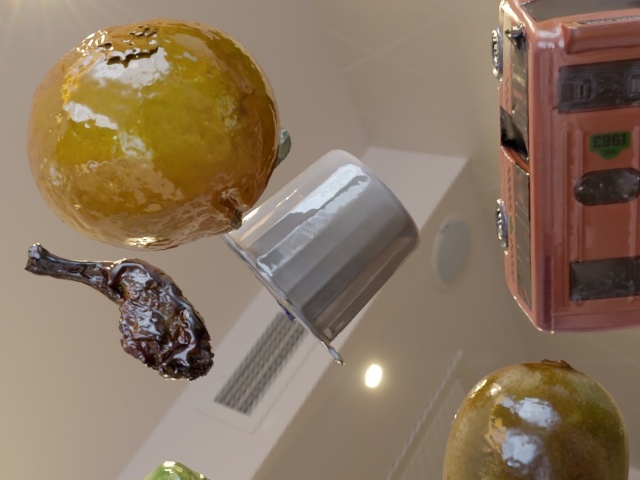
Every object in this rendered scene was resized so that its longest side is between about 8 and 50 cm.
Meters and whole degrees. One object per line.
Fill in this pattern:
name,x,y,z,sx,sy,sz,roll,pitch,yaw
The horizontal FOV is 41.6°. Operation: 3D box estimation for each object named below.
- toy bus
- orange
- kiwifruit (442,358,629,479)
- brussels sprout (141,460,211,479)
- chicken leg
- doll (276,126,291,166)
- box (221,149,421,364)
toy bus,0.333,-0.107,1.069,0.233,0.203,0.427,-89,-7,-67
orange,-0.139,-0.087,0.722,0.219,0.219,0.193,3,-121,-52
kiwifruit,0.235,0.244,0.915,0.196,0.196,0.234,11,-86,-53
brussels sprout,-0.219,0.458,1.379,0.161,0.223,0.223,-24,-60,-28
chicken leg,-0.350,0.110,1.523,0.158,0.407,0.096,-51,-13,-28
doll,-0.138,-0.096,1.014,0.103,0.213,0.072,76,-174,-64
box,0.000,0.000,1.168,0.206,0.291,0.262,-41,-58,-6
